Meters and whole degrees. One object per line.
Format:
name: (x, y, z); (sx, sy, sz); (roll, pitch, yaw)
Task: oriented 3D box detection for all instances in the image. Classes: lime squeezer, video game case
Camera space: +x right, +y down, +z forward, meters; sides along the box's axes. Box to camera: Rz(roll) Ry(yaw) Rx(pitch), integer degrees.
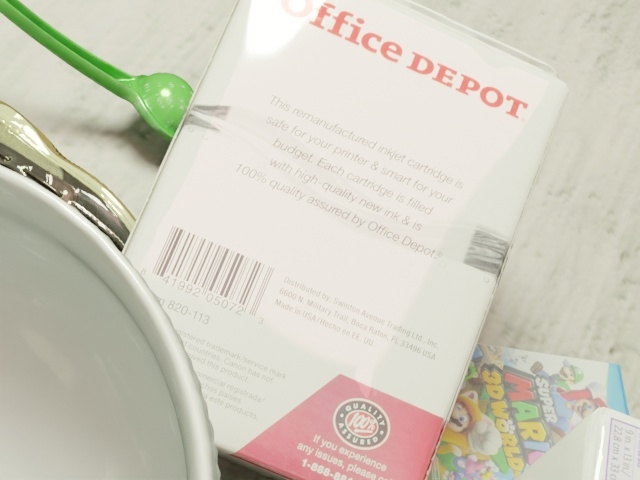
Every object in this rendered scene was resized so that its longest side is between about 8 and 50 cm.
lime squeezer: (-0.078, -0.103, 0.811); (0.310, 0.110, 0.059); (6, 60, -18)
video game case: (0.141, 0.129, 0.802); (0.166, 0.015, 0.119); (10, 54, -16)

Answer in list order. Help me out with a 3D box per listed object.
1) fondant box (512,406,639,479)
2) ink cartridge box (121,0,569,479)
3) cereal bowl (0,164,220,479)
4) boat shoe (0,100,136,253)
fondant box: (0.231, 0.233, 0.625); (0.330, 0.238, 0.096); (21, 51, -8)
ink cartridge box: (0.000, 0.000, 0.702); (0.207, 0.117, 0.283); (24, 77, -5)
cereal bowl: (-0.210, 0.131, 0.540); (0.338, 0.141, 0.339); (0, 78, -1)
boat shoe: (-0.178, -0.028, 0.759); (0.152, 0.056, 0.049); (39, 62, 11)
